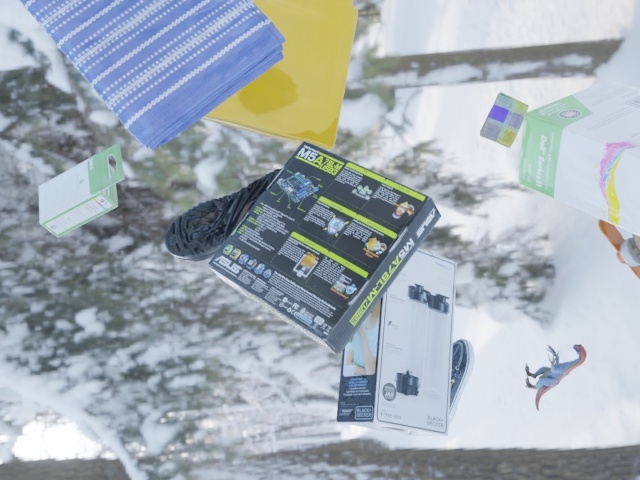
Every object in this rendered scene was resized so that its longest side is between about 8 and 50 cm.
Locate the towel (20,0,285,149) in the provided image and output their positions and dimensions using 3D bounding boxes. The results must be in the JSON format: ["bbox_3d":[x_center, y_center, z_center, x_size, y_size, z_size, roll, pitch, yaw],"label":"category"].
[{"bbox_3d":[-0.238,-0.309,1.097,0.336,0.243,0.040,49,170,8],"label":"towel"}]

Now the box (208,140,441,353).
[{"bbox_3d":[0.000,0.000,0.863,0.191,0.184,0.045,28,163,37],"label":"box"}]

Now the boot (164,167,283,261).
[{"bbox_3d":[-0.112,0.003,1.351,0.094,0.246,0.207,59,176,34],"label":"boot"}]

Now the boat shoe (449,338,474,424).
[{"bbox_3d":[0.235,0.263,1.560,0.065,0.083,0.183,-10,54,55],"label":"boat shoe"}]

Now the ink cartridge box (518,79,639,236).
[{"bbox_3d":[0.472,-0.095,1.091,0.353,0.207,0.119,33,136,43],"label":"ink cartridge box"}]

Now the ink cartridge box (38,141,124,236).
[{"bbox_3d":[-0.477,-0.104,1.663,0.062,0.209,0.109,48,-160,-50],"label":"ink cartridge box"}]

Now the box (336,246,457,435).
[{"bbox_3d":[0.126,0.155,1.286,0.087,0.169,0.289,-14,65,49],"label":"box"}]

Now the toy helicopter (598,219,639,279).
[{"bbox_3d":[0.652,-0.055,1.657,0.355,0.140,0.235,52,136,34],"label":"toy helicopter"}]

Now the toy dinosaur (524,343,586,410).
[{"bbox_3d":[0.302,0.164,1.030,0.090,0.082,0.047,64,-153,-23],"label":"toy dinosaur"}]

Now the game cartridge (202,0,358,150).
[{"bbox_3d":[-0.100,-0.323,1.360,0.053,0.324,0.285,6,84,61],"label":"game cartridge"}]

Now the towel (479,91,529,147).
[{"bbox_3d":[0.311,-0.203,1.371,0.009,0.060,0.083,-39,-25,-58],"label":"towel"}]
